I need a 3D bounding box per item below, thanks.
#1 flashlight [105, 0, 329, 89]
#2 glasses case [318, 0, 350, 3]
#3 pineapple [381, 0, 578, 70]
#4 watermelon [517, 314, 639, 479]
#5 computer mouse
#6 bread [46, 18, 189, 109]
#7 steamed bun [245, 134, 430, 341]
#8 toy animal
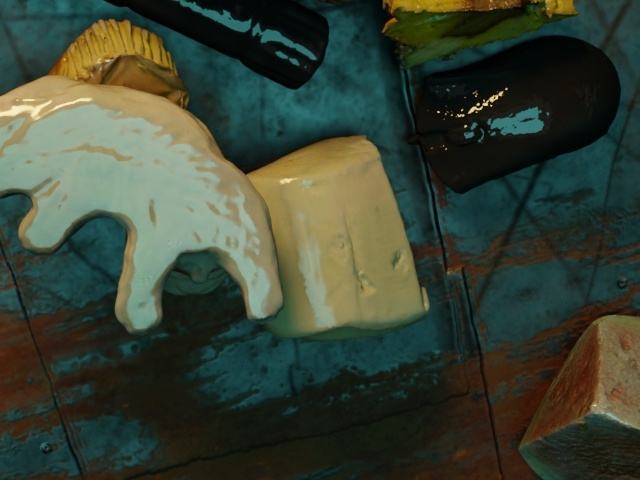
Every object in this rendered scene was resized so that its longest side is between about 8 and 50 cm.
[{"bbox_3d":[-0.181,-0.281,1.171,0.424,0.103,0.103,23,101,-16],"label":"flashlight"},{"bbox_3d":[0.071,-0.446,1.123,0.098,0.156,0.425,17,104,-38],"label":"glasses case"},{"bbox_3d":[0.138,-0.274,1.216,0.250,0.164,0.140,-10,77,-24],"label":"pineapple"},{"bbox_3d":[0.382,0.238,1.340,0.213,0.201,0.261,28,104,-6],"label":"watermelon"},{"bbox_3d":[0.229,-0.147,1.272,0.264,0.088,0.147,-19,105,0],"label":"computer mouse"},{"bbox_3d":[-0.232,-0.138,1.185,0.132,0.114,0.190,29,113,-35],"label":"bread"},{"bbox_3d":[0.000,0.000,1.252,0.200,0.170,0.225,-9,91,-38],"label":"steamed bun"},{"bbox_3d":[-0.211,-0.043,1.118,0.308,0.188,0.266,-10,107,-6],"label":"toy animal"}]
